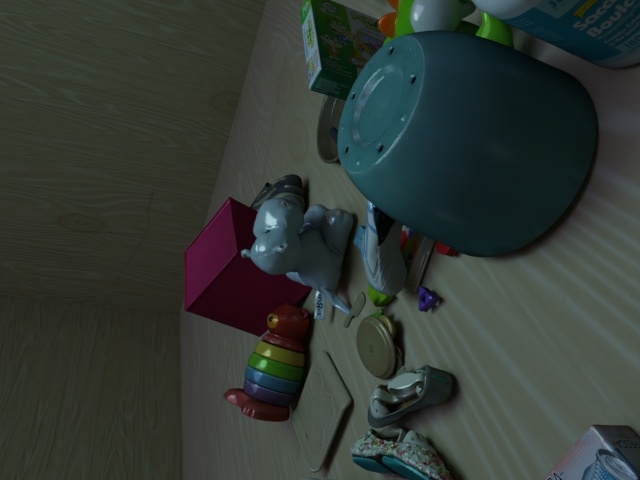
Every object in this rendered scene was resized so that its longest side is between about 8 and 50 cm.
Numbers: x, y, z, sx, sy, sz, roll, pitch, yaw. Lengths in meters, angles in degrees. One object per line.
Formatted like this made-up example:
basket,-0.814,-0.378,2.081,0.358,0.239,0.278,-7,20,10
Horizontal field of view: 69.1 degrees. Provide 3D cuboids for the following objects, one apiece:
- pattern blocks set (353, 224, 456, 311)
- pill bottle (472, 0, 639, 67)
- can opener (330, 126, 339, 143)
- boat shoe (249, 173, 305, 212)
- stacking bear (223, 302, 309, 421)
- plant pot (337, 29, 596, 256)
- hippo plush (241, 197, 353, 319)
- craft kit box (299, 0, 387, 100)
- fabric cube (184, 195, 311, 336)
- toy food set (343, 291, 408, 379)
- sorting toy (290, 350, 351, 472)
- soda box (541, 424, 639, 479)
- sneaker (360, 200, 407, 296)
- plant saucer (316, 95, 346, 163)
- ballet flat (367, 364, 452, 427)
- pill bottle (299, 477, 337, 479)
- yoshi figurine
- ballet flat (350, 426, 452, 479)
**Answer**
pattern blocks set,0.159,0.000,0.900,0.324,0.026,0.285,-115,41,-52
pill bottle,0.260,-0.291,0.490,0.146,0.264,0.146,-171,90,-67
can opener,0.074,-0.209,1.088,0.186,0.059,0.073,56,131,29
boat shoe,-0.148,-0.121,1.549,0.355,0.132,0.130,-18,54,54
stacking bear,-0.114,0.310,1.237,0.175,0.164,0.288,5,74,54
plant pot,0.166,-0.143,0.643,0.293,0.235,0.292,-38,44,50
hippo plush,-0.076,0.028,1.104,0.234,0.237,0.294,-15,65,48
craft kit box,0.089,-0.364,0.928,0.061,0.250,0.246,126,144,-45
fabric cube,-0.220,0.080,1.355,0.254,0.258,0.259,-46,37,23
toy food set,0.116,0.205,0.906,0.192,0.039,0.132,62,146,33
sorting toy,0.001,0.397,1.095,0.208,0.038,0.193,-68,26,16
soda box,0.273,0.278,0.491,0.063,0.058,0.183,-117,42,-54
sneaker,0.104,-0.015,0.821,0.086,0.085,0.237,23,124,50
plant saucer,0.063,-0.339,1.236,0.278,0.041,0.277,-171,90,-66
ballet flat,0.128,0.259,0.783,0.213,0.068,0.072,-43,27,43
pill bottle,0.035,0.528,0.776,0.323,0.182,0.181,174,105,-65
yoshi figurine,0.259,-0.375,0.711,0.362,0.204,0.203,-39,80,39
ballet flat,0.131,0.349,0.768,0.077,0.091,0.241,-55,16,-29
